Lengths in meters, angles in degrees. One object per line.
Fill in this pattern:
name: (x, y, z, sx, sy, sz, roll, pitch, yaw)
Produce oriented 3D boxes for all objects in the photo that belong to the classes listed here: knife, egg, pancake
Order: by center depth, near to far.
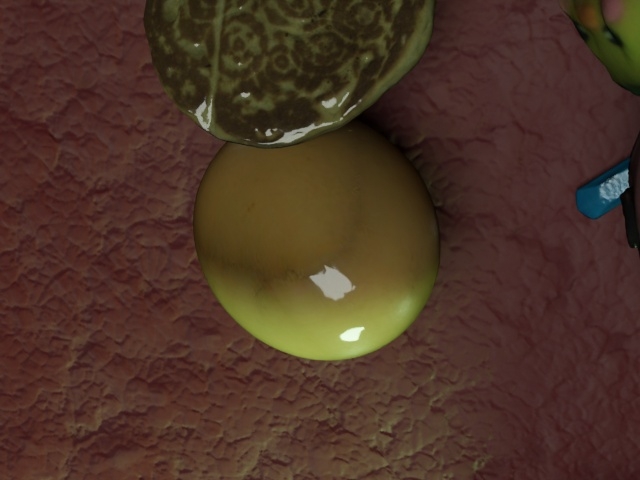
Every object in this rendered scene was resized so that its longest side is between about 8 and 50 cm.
pancake: (-0.025, -0.194, 1.282, 0.250, 0.031, 0.250, -4, 70, 10)
knife: (0.332, -0.103, 1.289, 0.296, 0.026, 0.044, -33, 95, 26)
egg: (0.000, 0.000, 1.312, 0.201, 0.244, 0.201, -8, 117, -16)

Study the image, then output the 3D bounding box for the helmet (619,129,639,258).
helmet: (0.368, 0.019, 1.164, 0.271, 0.197, 0.338, -8, 145, 13)

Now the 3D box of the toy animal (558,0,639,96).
toy animal: (0.258, -0.268, 1.163, 0.191, 0.216, 0.338, -22, 106, -6)
